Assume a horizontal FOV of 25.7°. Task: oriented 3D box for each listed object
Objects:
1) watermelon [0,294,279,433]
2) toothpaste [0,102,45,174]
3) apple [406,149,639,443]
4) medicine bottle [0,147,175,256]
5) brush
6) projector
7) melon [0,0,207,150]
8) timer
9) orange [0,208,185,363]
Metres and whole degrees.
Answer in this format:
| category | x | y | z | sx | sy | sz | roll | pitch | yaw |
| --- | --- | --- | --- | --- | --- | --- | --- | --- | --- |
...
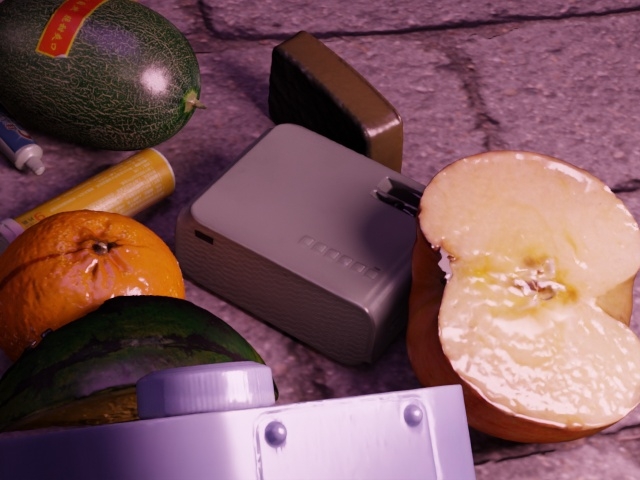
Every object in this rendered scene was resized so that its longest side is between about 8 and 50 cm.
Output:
| category | x | y | z | sx | sy | sz | roll | pitch | yaw |
| --- | --- | --- | --- | --- | --- | --- | --- | --- | --- |
| watermelon | -0.158 | 0.128 | 1.299 | 0.301 | 0.129 | 0.123 | -2 | 38 | -34 |
| toothpaste | -0.378 | -0.136 | 1.642 | 0.057 | 0.034 | 0.197 | -15 | 47 | -41 |
| apple | 0.189 | 0.075 | 1.410 | 0.251 | 0.163 | 0.292 | 11 | 60 | -12 |
| medicine bottle | -0.259 | -0.030 | 1.531 | 0.074 | 0.074 | 0.218 | 38 | 52 | 26 |
| brush | 0.015 | -0.146 | 1.641 | 0.059 | 0.123 | 0.197 | -30 | 56 | -26 |
| projector | 0.000 | 0.000 | 1.513 | 0.250 | 0.108 | 0.198 | 26 | 49 | 19 |
| melon | -0.256 | -0.196 | 1.612 | 0.288 | 0.182 | 0.182 | 20 | 47 | 13 |
| timer | -0.097 | 0.190 | 1.153 | 0.395 | 0.395 | 0.173 | -6 | 84 | -13 |
| orange | -0.231 | 0.054 | 1.392 | 0.193 | 0.161 | 0.193 | 2 | 42 | -2 |
